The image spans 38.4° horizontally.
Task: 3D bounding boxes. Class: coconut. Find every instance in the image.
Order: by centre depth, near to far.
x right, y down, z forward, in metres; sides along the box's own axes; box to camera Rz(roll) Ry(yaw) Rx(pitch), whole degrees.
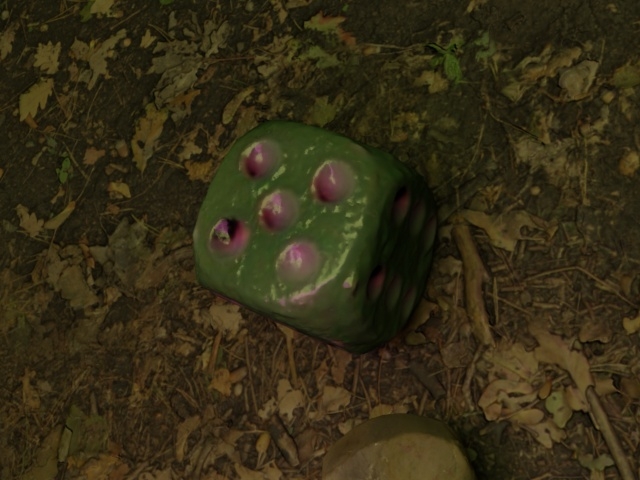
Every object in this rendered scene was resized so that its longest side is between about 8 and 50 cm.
[{"bbox_3d":[0.125,0.400,1.459,0.259,0.259,0.259,-7,72,23],"label":"coconut"}]

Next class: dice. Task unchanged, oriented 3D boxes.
[{"bbox_3d":[0.000,0.000,1.572,0.330,0.322,0.318,19,83,26],"label":"dice"}]
